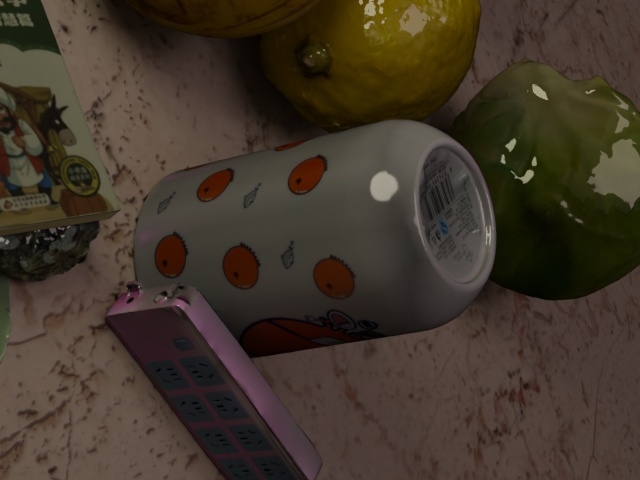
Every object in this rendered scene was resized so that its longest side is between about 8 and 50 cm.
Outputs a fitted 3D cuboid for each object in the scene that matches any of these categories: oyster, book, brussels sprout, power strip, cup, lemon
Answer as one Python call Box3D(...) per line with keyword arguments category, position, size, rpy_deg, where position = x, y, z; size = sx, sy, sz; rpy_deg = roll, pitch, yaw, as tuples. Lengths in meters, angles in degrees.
Box3D(category="oyster", position=(-0.248, -0.027, 1.014), size=(0.125, 0.064, 0.177), rpy_deg=(46, 44, -31))
Box3D(category="book", position=(-0.294, -0.130, 0.954), size=(0.202, 0.027, 0.264), rpy_deg=(-12, 77, -51))
Box3D(category="brussels sprout", position=(0.326, -0.081, 1.614), size=(0.268, 0.344, 0.344), rpy_deg=(76, 6, -85))
Box3D(category="power strip", position=(-0.102, 0.152, 1.120), size=(0.279, 0.109, 0.037), rpy_deg=(58, 42, -26))
Box3D(category="cup", position=(0.000, 0.000, 1.123), size=(0.212, 0.317, 0.212), rpy_deg=(20, 64, -49))
Box3D(category="lemon", position=(0.062, -0.249, 1.336), size=(0.284, 0.261, 0.260), rpy_deg=(-38, 113, -76))

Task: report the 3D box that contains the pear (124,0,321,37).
Box3D(category="pear", position=(-0.093, -0.337, 1.128), size=(0.281, 0.281, 0.280), rpy_deg=(19, 66, -50))

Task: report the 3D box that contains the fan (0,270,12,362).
Box3D(category="fan", position=(-0.318, 0.017, 0.952), size=(0.131, 0.009, 0.240), rpy_deg=(-33, 107, -55))
